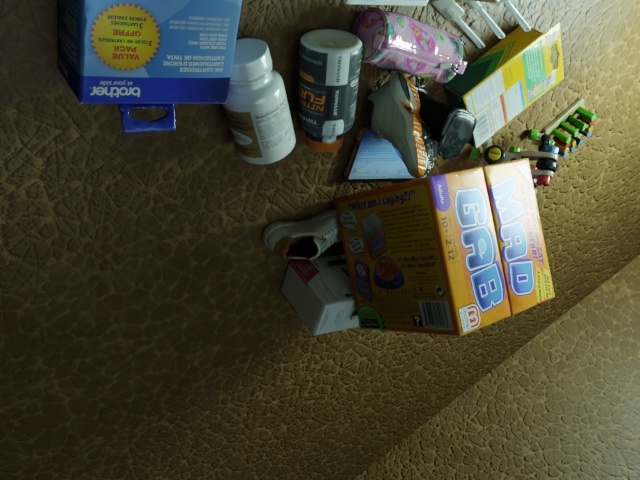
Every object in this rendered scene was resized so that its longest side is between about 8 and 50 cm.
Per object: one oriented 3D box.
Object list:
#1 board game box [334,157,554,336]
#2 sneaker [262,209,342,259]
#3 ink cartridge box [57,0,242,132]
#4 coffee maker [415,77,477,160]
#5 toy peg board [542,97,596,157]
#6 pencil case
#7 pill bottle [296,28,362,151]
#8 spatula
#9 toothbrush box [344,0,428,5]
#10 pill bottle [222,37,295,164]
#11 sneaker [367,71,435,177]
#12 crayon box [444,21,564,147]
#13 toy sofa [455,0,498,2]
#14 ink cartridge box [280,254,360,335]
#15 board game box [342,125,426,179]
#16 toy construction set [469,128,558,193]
[{"bbox_3d":[0.307,0.015,1.528,0.356,0.356,0.356,-14,94,-34],"label":"board game box"},{"bbox_3d":[0.000,0.000,1.581,0.290,0.123,0.106,-14,131,-31],"label":"sneaker"},{"bbox_3d":[-0.283,-0.379,1.005,0.270,0.151,0.395,-9,132,-32],"label":"ink cartridge box"},{"bbox_3d":[0.278,-0.304,1.462,0.120,0.178,0.171,-17,124,-30],"label":"coffee maker"},{"bbox_3d":[0.817,-0.343,1.948,0.161,0.079,0.160,-41,140,0],"label":"toy peg board"},{"bbox_3d":[0.203,-0.433,1.356,0.284,0.124,0.124,2,123,-39],"label":"pencil case"},{"bbox_3d":[0.015,-0.316,1.303,0.130,0.130,0.245,-18,134,-25],"label":"pill bottle"},{"bbox_3d":[0.392,-0.526,1.417,0.168,0.019,0.242,-12,160,37],"label":"spatula"},{"bbox_3d":[0.149,-0.596,1.121,0.206,0.122,0.283,-12,147,-31],"label":"toothbrush box"},{"bbox_3d":[-0.132,-0.279,1.219,0.131,0.131,0.229,-28,138,-15],"label":"pill bottle"},{"bbox_3d":[0.182,-0.254,1.409,0.121,0.262,0.099,-24,155,33],"label":"sneaker"},{"bbox_3d":[0.499,-0.426,1.622,0.323,0.083,0.203,-38,140,-3],"label":"crayon box"},{"bbox_3d":[0.400,-0.664,1.254,0.362,0.177,0.150,-41,130,-9],"label":"toy sofa"},{"bbox_3d":[0.058,0.143,1.693,0.273,0.197,0.114,-4,128,-36],"label":"ink cartridge box"},{"bbox_3d":[0.197,-0.231,1.602,0.281,0.027,0.145,-5,129,-35],"label":"board game box"},{"bbox_3d":[0.551,-0.182,1.811,0.237,0.257,0.308,11,108,6],"label":"toy construction set"}]
